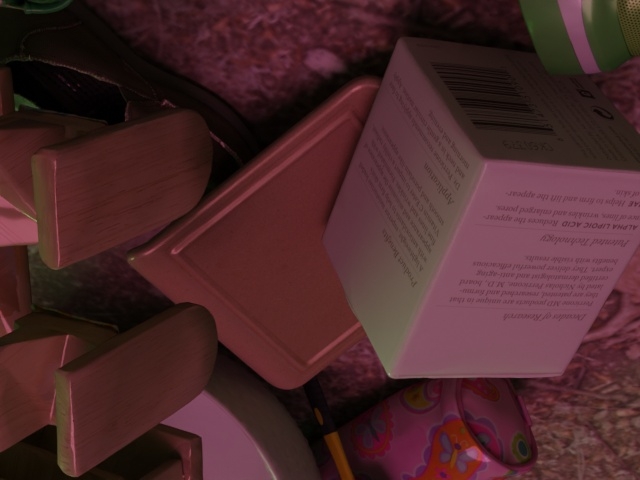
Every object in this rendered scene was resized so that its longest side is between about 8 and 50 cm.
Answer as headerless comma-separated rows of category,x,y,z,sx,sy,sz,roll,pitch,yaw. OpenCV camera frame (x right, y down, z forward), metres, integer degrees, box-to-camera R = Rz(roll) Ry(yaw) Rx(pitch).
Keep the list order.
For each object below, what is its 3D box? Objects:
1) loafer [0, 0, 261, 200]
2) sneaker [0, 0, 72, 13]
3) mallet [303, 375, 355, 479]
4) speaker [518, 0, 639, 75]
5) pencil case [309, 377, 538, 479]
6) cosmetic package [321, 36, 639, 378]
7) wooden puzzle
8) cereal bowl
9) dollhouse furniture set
loafer,-0.146,-0.083,0.861,0.251,0.087,0.094,35,128,-27
sneaker,-0.207,-0.197,0.726,0.295,0.123,0.109,-22,130,26
mallet,0.019,0.182,1.072,0.062,0.190,0.039,-19,175,37
speaker,0.265,-0.192,0.689,0.296,0.131,0.131,-15,132,20
pencil case,0.073,0.221,1.136,0.124,0.124,0.284,33,129,-26
cosmetic package,0.114,-0.020,0.814,0.151,0.151,0.184,2,129,-25
wooden puzzle,0.000,0.000,0.920,0.238,0.044,0.221,-35,133,9
cereal bowl,-0.138,0.239,1.106,0.339,0.141,0.339,8,109,22
dollhouse furniture set,-0.231,0.059,0.851,0.362,0.256,0.394,11,112,28
